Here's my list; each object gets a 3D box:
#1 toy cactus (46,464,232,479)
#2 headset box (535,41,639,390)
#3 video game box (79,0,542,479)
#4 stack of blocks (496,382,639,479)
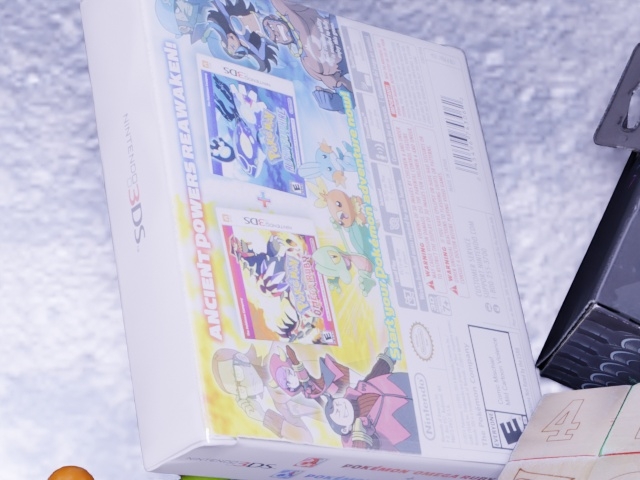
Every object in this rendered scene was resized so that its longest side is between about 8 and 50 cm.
[{"bbox_3d":[-0.096,0.176,0.730,0.219,0.112,0.180,-36,89,-25],"label":"toy cactus"},{"bbox_3d":[0.257,-0.009,0.850,0.283,0.131,0.246,25,74,3],"label":"headset box"},{"bbox_3d":[0.000,0.000,0.807,0.187,0.048,0.205,13,57,-42],"label":"video game box"},{"bbox_3d":[0.099,0.209,0.717,0.171,0.087,0.297,61,41,-25],"label":"stack of blocks"}]
